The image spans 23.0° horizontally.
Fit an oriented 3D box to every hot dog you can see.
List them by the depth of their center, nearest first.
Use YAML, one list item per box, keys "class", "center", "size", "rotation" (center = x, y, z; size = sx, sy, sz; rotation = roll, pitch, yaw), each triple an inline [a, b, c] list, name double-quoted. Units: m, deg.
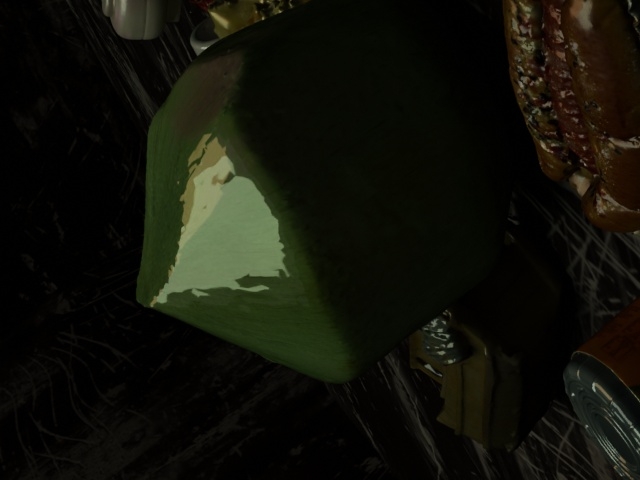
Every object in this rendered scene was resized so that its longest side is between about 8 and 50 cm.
- class: "hot dog"
  center: [0.166, -0.096, 0.929]
  size: [0.144, 0.075, 0.268]
  rotation: [53, 169, 37]

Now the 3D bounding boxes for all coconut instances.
- class: "coconut"
  center: [-0.007, -0.038, 1.251]
  size: [0.281, 0.328, 0.328]
  rotation: [53, 171, 12]

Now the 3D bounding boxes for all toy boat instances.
- class: "toy boat"
  center: [0.147, 0.105, 1.537]
  size: [0.162, 0.136, 0.445]
  rotation: [35, 165, 18]

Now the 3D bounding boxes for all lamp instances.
- class: "lamp"
  center: [-0.195, -0.292, 1.464]
  size: [0.179, 0.108, 0.246]
  rotation: [98, 160, -55]

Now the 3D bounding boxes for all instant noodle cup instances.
- class: "instant noodle cup"
  center: [0.244, 0.100, 1.050]
  size: [0.208, 0.125, 0.177]
  rotation: [46, 166, 49]

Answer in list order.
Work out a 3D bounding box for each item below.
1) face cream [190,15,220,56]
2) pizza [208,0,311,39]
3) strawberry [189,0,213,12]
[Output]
- class: "face cream"
  center: [-0.073, -0.163, 1.980]
  size: [0.082, 0.082, 0.269]
  rotation: [44, 164, 55]
- class: "pizza"
  center: [0.003, -0.149, 1.399]
  size: [0.188, 0.080, 0.204]
  rotation: [2, 144, 33]
- class: "strawberry"
  center: [-0.066, -0.262, 1.446]
  size: [0.131, 0.131, 0.148]
  rotation: [59, 171, -15]
